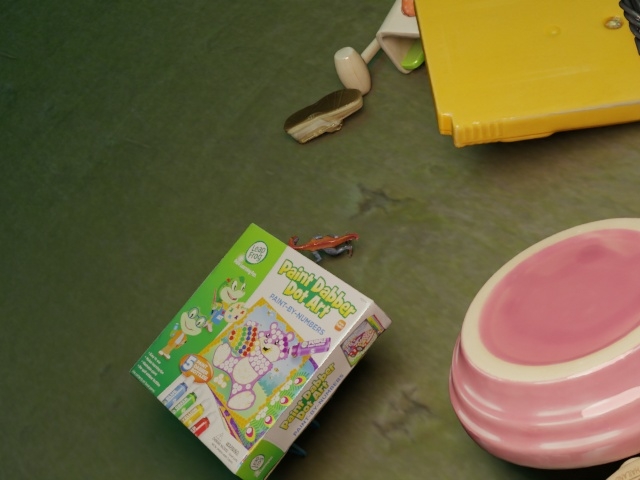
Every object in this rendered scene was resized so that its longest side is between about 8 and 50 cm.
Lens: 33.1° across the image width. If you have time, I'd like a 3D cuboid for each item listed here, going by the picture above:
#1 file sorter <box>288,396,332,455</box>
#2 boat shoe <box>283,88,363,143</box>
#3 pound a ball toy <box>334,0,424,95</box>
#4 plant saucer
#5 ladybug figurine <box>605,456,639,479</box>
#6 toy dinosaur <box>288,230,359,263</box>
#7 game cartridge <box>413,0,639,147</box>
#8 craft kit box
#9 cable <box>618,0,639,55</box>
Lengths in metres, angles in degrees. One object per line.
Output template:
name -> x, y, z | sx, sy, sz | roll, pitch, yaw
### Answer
file sorter -> -0.045, 0.167, 1.341 | 0.118, 0.104, 0.170 | 9, 63, 41
boat shoe -> 0.011, -0.185, 1.613 | 0.135, 0.045, 0.050 | -19, 41, 29
pound a ball toy -> 0.158, -0.365, 1.578 | 0.208, 0.136, 0.319 | 15, 67, 42
plant saucer -> 0.274, 0.085, 1.110 | 0.332, 0.084, 0.332 | -27, 25, 14
ladybug figurine -> 0.352, 0.369, 0.853 | 0.305, 0.162, 0.449 | -29, 45, 15
toy dinosaur -> 0.000, 0.000, 1.461 | 0.082, 0.090, 0.047 | 3, 60, -15
game cartridge -> 0.293, -0.247, 1.367 | 0.324, 0.052, 0.285 | -9, 50, 5
craft kit box -> -0.077, 0.128, 1.282 | 0.246, 0.061, 0.250 | -49, 44, -10
cable -> 0.451, -0.260, 1.297 | 0.184, 0.047, 0.150 | -6, 47, -12
